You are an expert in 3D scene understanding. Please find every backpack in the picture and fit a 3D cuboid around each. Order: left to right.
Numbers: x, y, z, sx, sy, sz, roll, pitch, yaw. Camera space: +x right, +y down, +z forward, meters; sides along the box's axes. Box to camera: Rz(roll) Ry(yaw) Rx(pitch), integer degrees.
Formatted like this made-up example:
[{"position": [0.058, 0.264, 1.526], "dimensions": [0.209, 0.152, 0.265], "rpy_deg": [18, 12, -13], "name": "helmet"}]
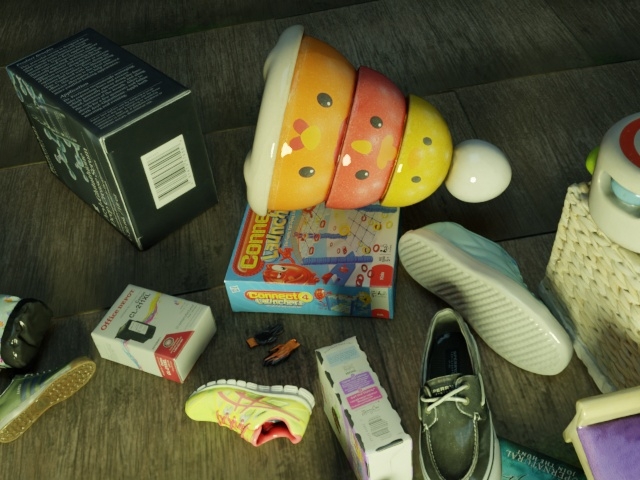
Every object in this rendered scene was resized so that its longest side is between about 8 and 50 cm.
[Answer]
[{"position": [-0.595, 0.162, 1.380], "dimensions": [0.182, 0.115, 0.152], "rpy_deg": [0, 47, 12], "name": "backpack"}]

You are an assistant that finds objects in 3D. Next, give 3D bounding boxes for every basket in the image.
[{"position": [0.569, 0.072, 1.195], "dimensions": [0.328, 0.266, 0.331], "rpy_deg": [-15, 46, -8], "name": "basket"}]

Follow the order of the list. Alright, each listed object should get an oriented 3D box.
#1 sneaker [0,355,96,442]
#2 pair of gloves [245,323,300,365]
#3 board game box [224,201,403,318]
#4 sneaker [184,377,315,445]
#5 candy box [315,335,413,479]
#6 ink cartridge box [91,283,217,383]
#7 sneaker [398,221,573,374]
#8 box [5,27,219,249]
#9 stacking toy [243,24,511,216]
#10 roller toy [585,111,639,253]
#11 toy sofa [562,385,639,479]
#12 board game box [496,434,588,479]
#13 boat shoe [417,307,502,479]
[{"position": [-0.486, 0.248, 1.309], "dimensions": [0.086, 0.064, 0.192], "rpy_deg": [34, 61, 29], "name": "sneaker"}, {"position": [-0.084, 0.183, 1.356], "dimensions": [0.074, 0.010, 0.083], "rpy_deg": [-30, 46, -19], "name": "pair of gloves"}, {"position": [0.000, 0.000, 1.476], "dimensions": [0.302, 0.086, 0.308], "rpy_deg": [1, 45, 9], "name": "board game box"}, {"position": [-0.116, 0.278, 1.216], "dimensions": [0.209, 0.081, 0.094], "rpy_deg": [-1, 47, 7], "name": "sneaker"}, {"position": [0.064, 0.269, 1.136], "dimensions": [0.070, 0.164, 0.196], "rpy_deg": [-19, 46, -11], "name": "candy box"}, {"position": [-0.294, 0.162, 1.364], "dimensions": [0.175, 0.072, 0.127], "rpy_deg": [13, 49, 20], "name": "ink cartridge box"}, {"position": [0.308, 0.073, 1.327], "dimensions": [0.150, 0.135, 0.366], "rpy_deg": [-25, 53, -31], "name": "sneaker"}, {"position": [-0.434, -0.221, 1.618], "dimensions": [0.212, 0.293, 0.395], "rpy_deg": [-35, 50, -25], "name": "box"}, {"position": [0.119, -0.178, 1.407], "dimensions": [0.480, 0.350, 0.350], "rpy_deg": [11, 45, -2], "name": "stacking toy"}, {"position": [0.483, -0.086, 1.070], "dimensions": [0.209, 0.146, 0.191], "rpy_deg": [7, 47, 13], "name": "roller toy"}, {"position": [0.443, 0.353, 0.935], "dimensions": [0.150, 0.177, 0.362], "rpy_deg": [-12, 59, -4], "name": "toy sofa"}, {"position": [0.306, 0.364, 1.103], "dimensions": [0.186, 0.026, 0.126], "rpy_deg": [17, 49, 24], "name": "board game box"}, {"position": [0.191, 0.244, 1.161], "dimensions": [0.121, 0.119, 0.335], "rpy_deg": [-17, 37, 15], "name": "boat shoe"}]
